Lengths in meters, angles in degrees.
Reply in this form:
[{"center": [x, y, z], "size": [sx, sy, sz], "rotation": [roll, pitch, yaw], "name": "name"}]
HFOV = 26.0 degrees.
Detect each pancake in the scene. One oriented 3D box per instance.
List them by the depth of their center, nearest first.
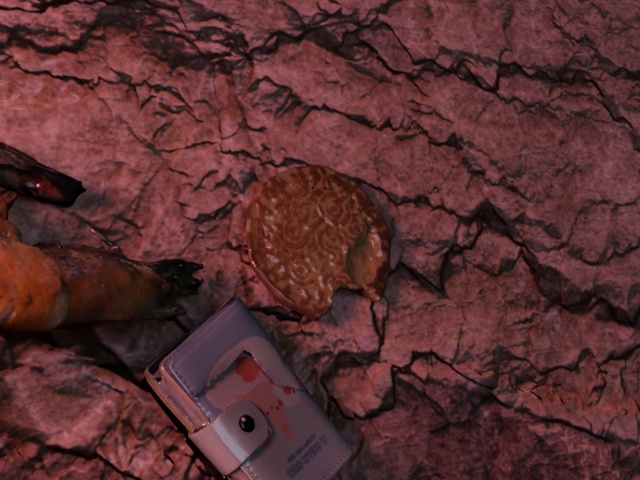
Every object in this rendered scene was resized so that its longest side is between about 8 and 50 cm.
[{"center": [0.000, 0.000, 1.837], "size": [0.235, 0.029, 0.212], "rotation": [-7, 74, -36], "name": "pancake"}]

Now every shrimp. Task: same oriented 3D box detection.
[{"center": [-0.305, -0.003, 1.578], "size": [0.445, 0.085, 0.272], "rotation": [13, 42, -45], "name": "shrimp"}]

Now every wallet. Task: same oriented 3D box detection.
[{"center": [-0.083, 0.210, 1.670], "size": [0.250, 0.075, 0.176], "rotation": [53, 46, -5], "name": "wallet"}]
